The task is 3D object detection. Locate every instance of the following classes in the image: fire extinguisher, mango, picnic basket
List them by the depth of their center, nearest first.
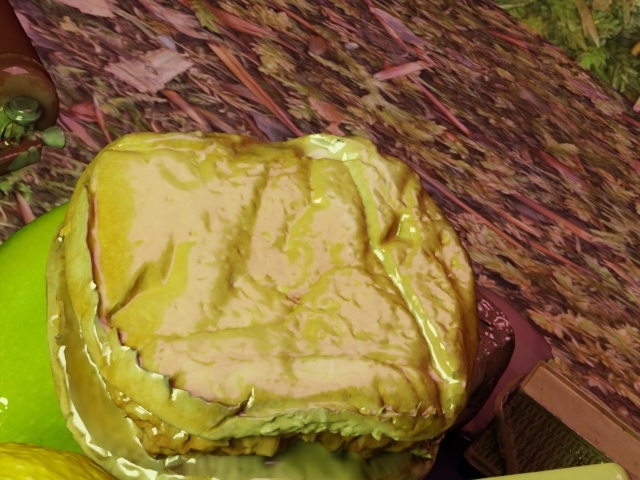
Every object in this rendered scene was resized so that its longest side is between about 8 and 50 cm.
[{"bbox_3d":[-0.173,0.077,1.337,0.192,0.156,0.343,34,52,30],"label":"mango"},{"bbox_3d":[0.205,0.181,1.564,0.164,0.079,0.115,38,17,9],"label":"picnic basket"},{"bbox_3d":[-0.332,-0.155,1.797,0.147,0.106,0.337,-8,38,-22],"label":"fire extinguisher"}]

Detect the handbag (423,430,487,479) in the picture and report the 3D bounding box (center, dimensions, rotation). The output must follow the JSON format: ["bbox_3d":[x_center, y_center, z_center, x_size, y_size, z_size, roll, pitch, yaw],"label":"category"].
[{"bbox_3d":[0.022,0.186,1.522,0.326,0.118,0.269,35,15,8],"label":"handbag"}]

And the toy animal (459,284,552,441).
[{"bbox_3d":[0.080,0.093,1.726,0.281,0.169,0.195,32,15,-1],"label":"toy animal"}]

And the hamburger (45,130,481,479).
[{"bbox_3d":[-0.034,0.054,1.227,0.283,0.144,0.259,5,53,-17],"label":"hamburger"}]

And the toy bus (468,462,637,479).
[{"bbox_3d":[0.155,0.322,1.157,0.202,0.177,0.365,-11,51,-4],"label":"toy bus"}]

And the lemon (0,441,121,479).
[{"bbox_3d":[-0.180,0.210,1.085,0.192,0.192,0.231,39,18,15],"label":"lemon"}]

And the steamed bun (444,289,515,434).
[{"bbox_3d":[0.077,0.079,1.553,0.145,0.106,0.175,39,18,13],"label":"steamed bun"}]
